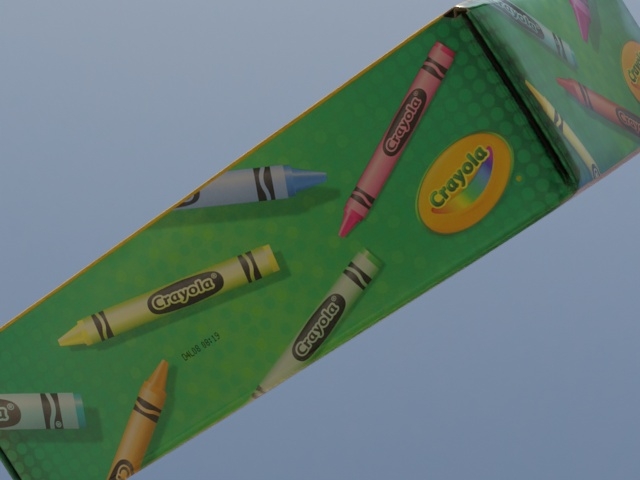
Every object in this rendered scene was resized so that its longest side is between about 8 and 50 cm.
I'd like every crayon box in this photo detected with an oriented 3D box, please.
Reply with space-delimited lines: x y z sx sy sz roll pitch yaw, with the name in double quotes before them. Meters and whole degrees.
"crayon box" 0.000 0.000 0.746 0.278 0.165 0.081 -33 -92 28
